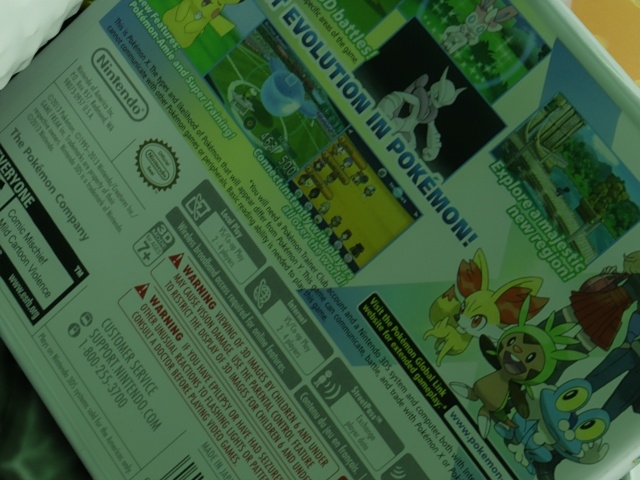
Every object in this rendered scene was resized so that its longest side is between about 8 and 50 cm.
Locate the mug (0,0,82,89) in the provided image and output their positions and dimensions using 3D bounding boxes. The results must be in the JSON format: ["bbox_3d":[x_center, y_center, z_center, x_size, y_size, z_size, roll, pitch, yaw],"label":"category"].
[{"bbox_3d":[-0.266,-0.187,0.789,0.374,0.276,0.328,21,69,35],"label":"mug"}]

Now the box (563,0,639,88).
[{"bbox_3d":[0.104,-0.110,0.953,0.345,0.168,0.215,-23,65,-36],"label":"box"}]

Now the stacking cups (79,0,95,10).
[{"bbox_3d":[-0.139,-0.281,1.034,0.096,0.096,0.316,6,50,-21],"label":"stacking cups"}]

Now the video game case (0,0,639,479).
[{"bbox_3d":[0.000,0.000,0.760,0.329,0.300,0.036,53,13,21],"label":"video game case"}]

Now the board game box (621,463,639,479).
[{"bbox_3d":[0.328,0.192,0.885,0.390,0.050,0.390,13,50,-13],"label":"board game box"}]
